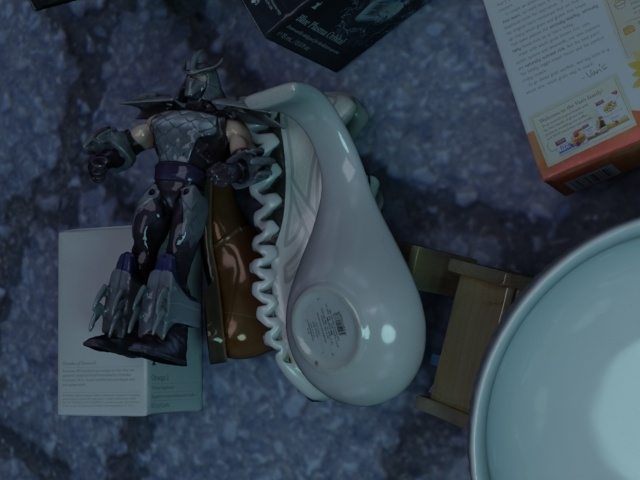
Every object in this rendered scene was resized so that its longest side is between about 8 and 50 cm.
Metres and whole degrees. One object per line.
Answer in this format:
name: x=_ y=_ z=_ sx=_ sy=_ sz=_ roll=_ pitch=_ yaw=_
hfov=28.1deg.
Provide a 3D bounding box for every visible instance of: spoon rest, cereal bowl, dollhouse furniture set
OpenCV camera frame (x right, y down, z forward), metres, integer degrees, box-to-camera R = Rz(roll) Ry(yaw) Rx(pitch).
spoon rest: x=0.013 y=0.004 z=1.069 sx=0.137 sy=0.084 sz=0.276 roll=-11 pitch=94 yaw=37
cereal bowl: x=0.278 y=0.144 z=0.971 sx=0.339 sy=0.141 sz=0.339 roll=0 pitch=90 yaw=5
dollhouse furniture set: x=0.122 y=0.080 z=1.105 sx=0.184 sy=0.129 sz=0.129 roll=16 pitch=93 yaw=50

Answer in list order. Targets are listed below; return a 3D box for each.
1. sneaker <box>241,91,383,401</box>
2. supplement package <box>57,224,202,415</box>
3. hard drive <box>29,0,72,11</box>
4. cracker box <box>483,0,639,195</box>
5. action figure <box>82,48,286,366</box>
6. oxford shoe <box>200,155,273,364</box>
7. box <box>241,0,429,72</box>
sneaker: x=0.000 y=0.000 z=1.170 sx=0.118 sy=0.110 sz=0.292 roll=-8 pitch=82 yaw=16
supplement package: x=-0.185 y=0.079 z=1.246 sx=0.105 sy=0.105 sz=0.179 roll=-4 pitch=84 yaw=26
hard drive: x=-0.092 y=-0.320 z=1.165 sx=0.339 sy=0.237 sz=0.064 roll=-24 pitch=99 yaw=23
cracker box: x=0.233 y=-0.174 z=1.079 sx=0.156 sy=0.067 sz=0.232 roll=-22 pitch=70 yaw=23
action figure: x=-0.129 y=-0.035 z=1.128 sx=0.185 sy=0.099 sz=0.285 roll=4 pitch=78 yaw=36
oxford shoe: x=-0.080 y=0.011 z=1.234 sx=0.076 sy=0.076 sz=0.212 roll=-5 pitch=79 yaw=-5
box: x=0.021 y=-0.245 z=1.148 sx=0.158 sy=0.156 sz=0.093 roll=-36 pitch=72 yaw=18
